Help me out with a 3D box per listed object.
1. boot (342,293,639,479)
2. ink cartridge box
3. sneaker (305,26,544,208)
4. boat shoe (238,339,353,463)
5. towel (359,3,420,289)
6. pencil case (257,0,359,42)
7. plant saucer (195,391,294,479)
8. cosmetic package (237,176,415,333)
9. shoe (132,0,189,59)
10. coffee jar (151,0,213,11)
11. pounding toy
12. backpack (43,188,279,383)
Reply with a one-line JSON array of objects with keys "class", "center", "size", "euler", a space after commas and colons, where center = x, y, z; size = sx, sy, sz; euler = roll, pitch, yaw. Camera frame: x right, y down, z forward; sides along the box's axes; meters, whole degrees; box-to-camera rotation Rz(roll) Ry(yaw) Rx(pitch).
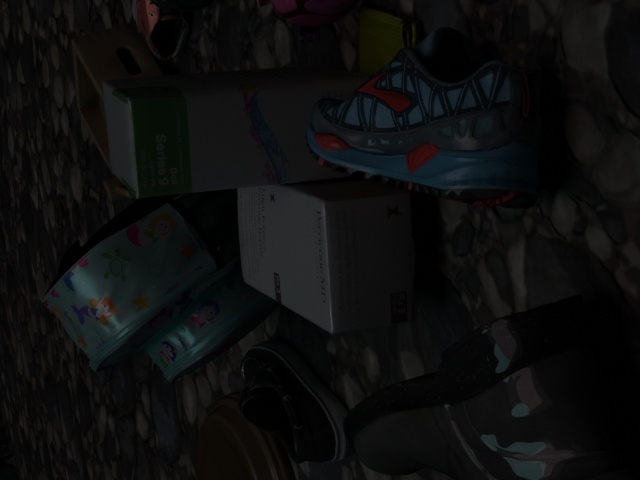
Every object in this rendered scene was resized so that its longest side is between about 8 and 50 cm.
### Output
[{"class": "boot", "center": [0.132, 0.195, 1.051], "size": [0.223, 0.118, 0.338], "euler": [69, 158, 13]}, {"class": "ink cartridge box", "center": [-0.075, -0.101, 1.251], "size": [0.154, 0.212, 0.093], "euler": [-147, 51, -70]}, {"class": "sneaker", "center": [0.086, -0.100, 1.083], "size": [0.262, 0.104, 0.125], "euler": [18, 98, 54]}, {"class": "boat shoe", "center": [-0.045, 0.171, 1.472], "size": [0.228, 0.076, 0.080], "euler": [-140, 46, -55]}, {"class": "towel", "center": [0.055, -0.080, 1.227], "size": [0.102, 0.021, 0.237], "euler": [33, 127, 58]}, {"class": "pencil case", "center": [0.024, -0.236, 1.144], "size": [0.209, 0.098, 0.095], "euler": [-25, 75, 64]}, {"class": "plant saucer", "center": [-0.089, 0.320, 1.671], "size": [0.278, 0.041, 0.278], "euler": [170, 90, -66]}, {"class": "cosmetic package", "center": [0.000, 0.000, 1.255], "size": [0.231, 0.085, 0.117], "euler": [-157, 62, -68]}, {"class": "shoe", "center": [-0.181, -0.294, 1.630], "size": [0.178, 0.063, 0.081], "euler": [102, 148, -49]}, {"class": "coffee jar", "center": [-0.146, -0.345, 1.505], "size": [0.096, 0.079, 0.184], "euler": [-119, 30, -42]}, {"class": "pounding toy", "center": [-0.232, -0.133, 1.770], "size": [0.181, 0.094, 0.206], "euler": [58, 157, 32]}, {"class": "backpack", "center": [-0.149, 0.034, 1.444], "size": [0.191, 0.253, 0.225], "euler": [57, 152, 3]}]
